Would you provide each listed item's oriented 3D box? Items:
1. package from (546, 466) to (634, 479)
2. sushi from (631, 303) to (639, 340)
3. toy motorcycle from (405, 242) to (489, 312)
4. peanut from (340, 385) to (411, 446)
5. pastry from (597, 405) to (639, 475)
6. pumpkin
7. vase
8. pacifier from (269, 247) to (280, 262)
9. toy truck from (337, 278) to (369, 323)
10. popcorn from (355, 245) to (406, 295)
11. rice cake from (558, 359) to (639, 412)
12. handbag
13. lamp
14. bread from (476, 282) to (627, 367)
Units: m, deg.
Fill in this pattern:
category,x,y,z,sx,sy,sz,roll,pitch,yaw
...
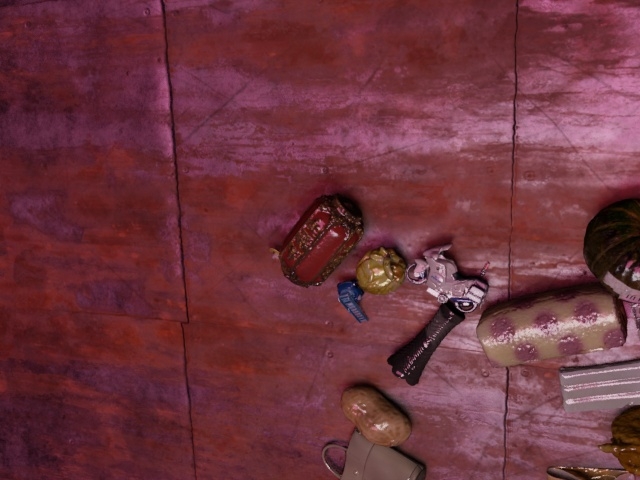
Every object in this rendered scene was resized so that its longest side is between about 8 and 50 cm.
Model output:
category,x,y,z,sx,sy,sz,roll,pitch,yaw
package,0.708,0.764,1.778,0.221,0.165,0.311,-4,99,22
sushi,0.863,0.165,1.664,0.201,0.031,0.139,-13,97,27
toy motorcycle,0.345,0.091,1.814,0.221,0.102,0.150,30,101,7
peanut,0.153,0.502,1.962,0.224,0.129,0.129,35,111,14
pastry,0.821,0.491,1.638,0.240,0.235,0.132,-11,101,43
pumpkin,0.735,0.026,1.592,0.260,0.260,0.189,29,151,14
vase,0.293,0.274,1.876,0.115,0.115,0.237,40,107,10
pacifier,-0.107,0.036,2.014,0.083,0.068,0.064,27,76,22
toy truck,0.097,0.172,1.955,0.063,0.074,0.136,-18,135,25
popcorn,0.164,0.086,1.868,0.135,0.162,0.141,-48,122,-7
rice cake,0.731,0.372,1.751,0.237,0.043,0.127,-11,96,24
handbag,0.148,0.689,2.044,0.315,0.109,0.241,21,107,30
lamp,0.000,0.000,1.890,0.177,0.177,0.274,41,113,9
bread,0.570,0.204,1.704,0.338,0.187,0.155,-17,98,25
